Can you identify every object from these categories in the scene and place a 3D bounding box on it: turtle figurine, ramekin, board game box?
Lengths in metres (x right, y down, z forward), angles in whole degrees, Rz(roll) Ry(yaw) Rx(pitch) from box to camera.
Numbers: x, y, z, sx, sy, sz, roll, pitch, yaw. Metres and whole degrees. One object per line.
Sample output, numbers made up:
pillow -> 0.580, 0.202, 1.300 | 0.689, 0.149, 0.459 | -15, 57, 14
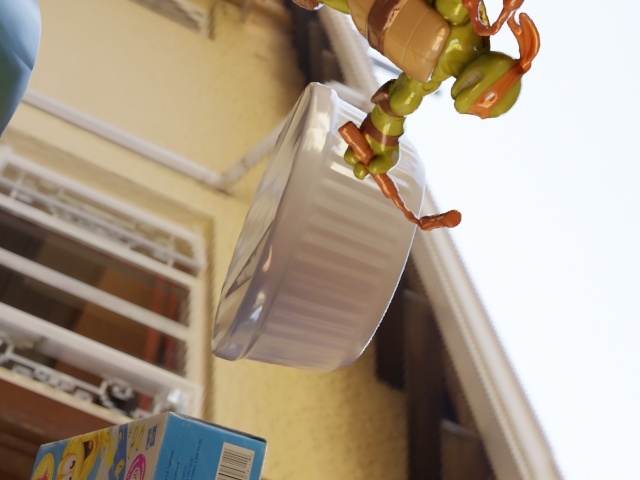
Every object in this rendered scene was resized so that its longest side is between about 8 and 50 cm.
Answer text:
turtle figurine -> 0.044, -0.141, 0.721 | 0.087, 0.217, 0.269 | -37, 163, -27
ramekin -> 0.000, 0.000, 1.246 | 0.273, 0.127, 0.273 | -159, -90, -82
board game box -> -0.175, 0.304, 1.031 | 0.302, 0.086, 0.308 | -24, -131, 57

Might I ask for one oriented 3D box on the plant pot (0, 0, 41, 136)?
plant pot -> -0.316, -0.125, 0.607 | 0.293, 0.235, 0.293 | -16, -136, 16
